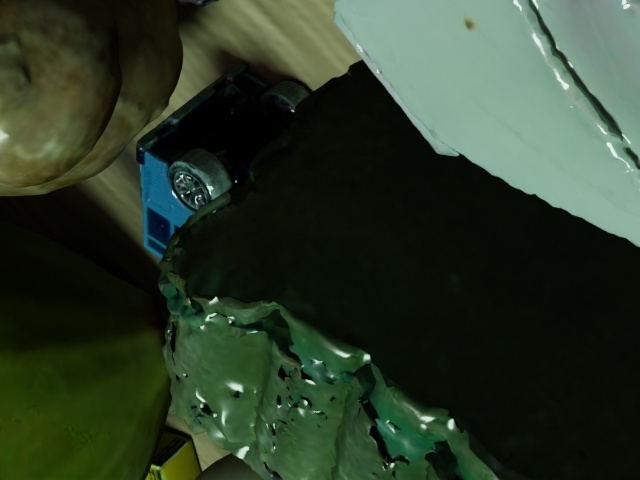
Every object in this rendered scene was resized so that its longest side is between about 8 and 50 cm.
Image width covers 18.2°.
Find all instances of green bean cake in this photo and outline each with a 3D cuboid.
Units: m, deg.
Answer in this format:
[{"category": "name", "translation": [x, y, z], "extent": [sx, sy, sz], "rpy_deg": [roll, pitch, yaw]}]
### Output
[{"category": "green bean cake", "translation": [0.087, 0.032, 0.836], "extent": [0.255, 0.241, 0.132], "rpy_deg": [33, 148, 20]}]

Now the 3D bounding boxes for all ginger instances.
[{"category": "ginger", "translation": [-0.184, -0.085, 1.028], "extent": [0.304, 0.244, 0.155], "rpy_deg": [-22, 112, 45]}]

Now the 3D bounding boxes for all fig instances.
[{"category": "fig", "translation": [-0.238, 0.111, 1.237], "extent": [0.316, 0.316, 0.316], "rpy_deg": [28, 140, 26]}]

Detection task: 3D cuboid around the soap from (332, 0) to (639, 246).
[{"category": "soap", "translation": [0.201, -0.129, 0.642], "extent": [0.261, 0.156, 0.446], "rpy_deg": [52, 145, -5]}]

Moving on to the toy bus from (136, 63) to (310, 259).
[{"category": "toy bus", "translation": [0.000, 0.000, 1.032], "extent": [0.185, 0.090, 0.106], "rpy_deg": [33, 142, 23]}]

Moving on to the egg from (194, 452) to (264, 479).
[{"category": "egg", "translation": [-0.023, 0.179, 1.200], "extent": [0.152, 0.114, 0.114], "rpy_deg": [-3, 120, 45]}]

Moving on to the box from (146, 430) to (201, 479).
[{"category": "box", "translation": [-0.186, 0.168, 1.431], "extent": [0.279, 0.041, 0.153], "rpy_deg": [17, 133, 37]}]

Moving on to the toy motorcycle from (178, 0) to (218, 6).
[{"category": "toy motorcycle", "translation": [-0.059, -0.205, 0.908], "extent": [0.118, 0.084, 0.212], "rpy_deg": [42, 137, 12]}]
